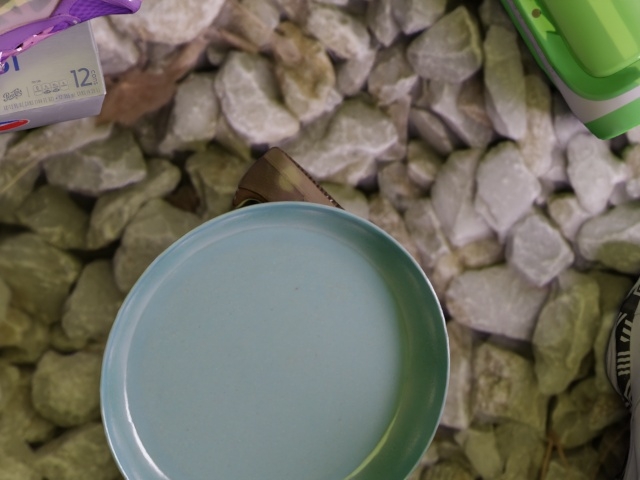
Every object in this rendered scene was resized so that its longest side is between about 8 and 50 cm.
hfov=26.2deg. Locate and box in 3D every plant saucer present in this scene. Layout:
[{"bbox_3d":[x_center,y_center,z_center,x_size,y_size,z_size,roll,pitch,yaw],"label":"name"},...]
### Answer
[{"bbox_3d":[-0.040,0.119,1.218,0.318,0.044,0.317,-4,101,-18],"label":"plant saucer"}]

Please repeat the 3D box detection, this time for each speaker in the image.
[{"bbox_3d":[0.238,-0.248,1.308,0.131,0.131,0.296,-32,94,-12],"label":"speaker"}]

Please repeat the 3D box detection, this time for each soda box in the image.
[{"bbox_3d":[-0.335,-0.131,1.184,0.286,0.098,0.091,-13,87,-13],"label":"soda box"}]

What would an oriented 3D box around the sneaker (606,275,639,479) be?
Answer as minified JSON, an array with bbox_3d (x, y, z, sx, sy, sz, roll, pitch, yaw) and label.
[{"bbox_3d":[0.356,0.181,1.268,0.137,0.210,0.365,13,84,-12],"label":"sneaker"}]

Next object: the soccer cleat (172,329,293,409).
[{"bbox_3d":[-0.103,0.114,1.246,0.179,0.060,0.072,20,84,-14],"label":"soccer cleat"}]

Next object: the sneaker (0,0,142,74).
[{"bbox_3d":[-0.261,-0.177,1.112,0.237,0.095,0.104,-4,85,-6],"label":"sneaker"}]

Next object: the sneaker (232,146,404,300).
[{"bbox_3d":[0.000,0.000,1.282,0.071,0.066,0.188,-44,92,6],"label":"sneaker"}]
